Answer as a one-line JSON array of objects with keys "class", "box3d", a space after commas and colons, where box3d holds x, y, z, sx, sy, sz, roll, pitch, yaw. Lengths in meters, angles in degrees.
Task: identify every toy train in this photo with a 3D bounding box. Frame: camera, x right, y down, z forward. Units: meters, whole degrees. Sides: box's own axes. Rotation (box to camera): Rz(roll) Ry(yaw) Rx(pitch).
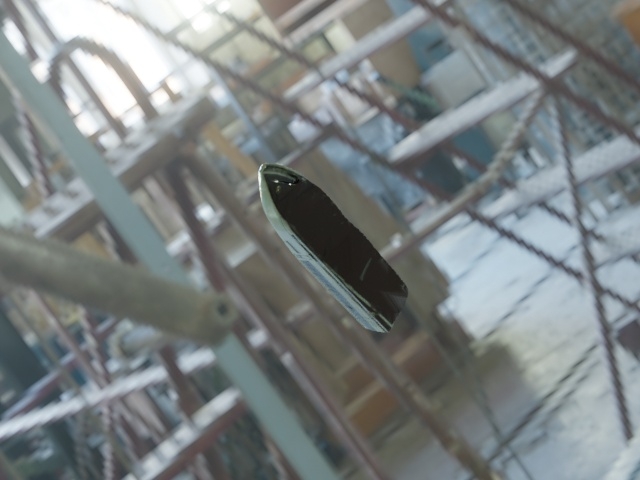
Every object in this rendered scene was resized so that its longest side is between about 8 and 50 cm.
[{"class": "toy train", "box3d": [0.000, 0.000, 1.457, 0.048, 0.252, 0.055, 12, 65, 40]}]
